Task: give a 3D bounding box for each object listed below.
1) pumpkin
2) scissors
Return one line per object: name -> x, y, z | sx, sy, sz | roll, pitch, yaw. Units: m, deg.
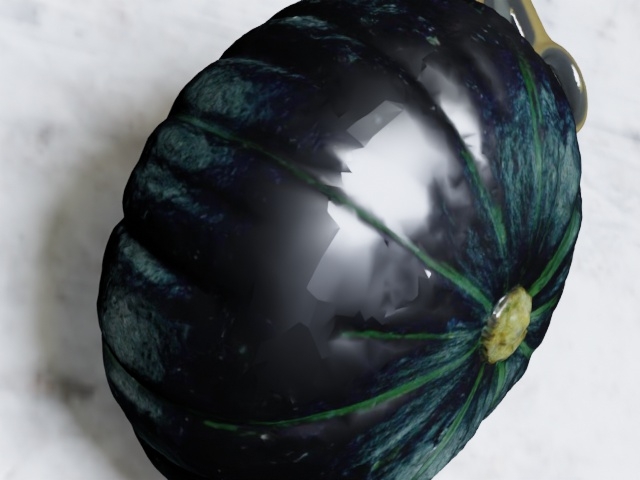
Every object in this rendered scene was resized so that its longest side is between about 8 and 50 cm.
pumpkin -> 0.010, 0.006, 0.548 | 0.150, 0.194, 0.194 | 16, 63, 7
scissors -> 0.072, -0.150, 0.736 | 0.088, 0.017, 0.220 | -9, 84, -39
